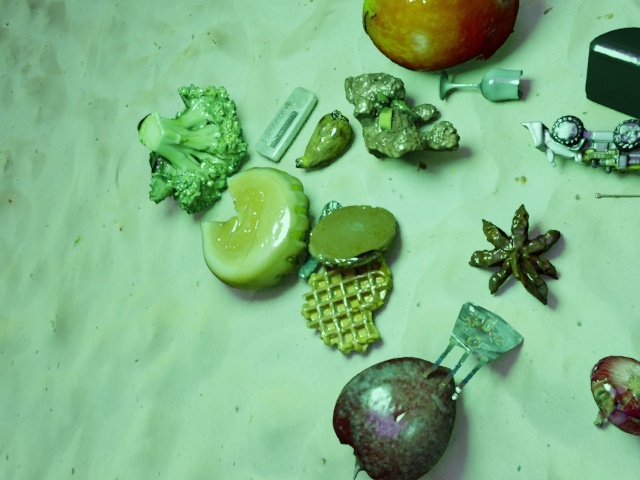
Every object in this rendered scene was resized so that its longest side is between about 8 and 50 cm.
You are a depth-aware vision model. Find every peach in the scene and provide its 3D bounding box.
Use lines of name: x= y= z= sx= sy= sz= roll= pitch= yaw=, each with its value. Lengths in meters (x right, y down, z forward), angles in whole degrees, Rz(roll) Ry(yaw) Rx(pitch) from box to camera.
peach: x=0.293 y=-0.575 z=1.358 sx=0.370 sy=0.370 sz=0.369 roll=-10 pitch=66 yaw=23

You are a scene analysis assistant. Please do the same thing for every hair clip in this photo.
hair clip: x=0.001 y=0.001 z=1.442 sx=0.066 sy=0.036 sz=0.229 roll=16 pitch=71 yaw=25

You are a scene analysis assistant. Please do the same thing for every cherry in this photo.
cherry: x=0.154 y=0.355 z=1.133 sx=0.300 sy=0.203 sz=0.230 roll=-41 pitch=55 yaw=-10

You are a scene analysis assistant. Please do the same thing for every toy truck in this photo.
toy truck: x=0.574 y=-0.201 z=1.186 sx=0.286 sy=0.136 sz=0.111 roll=11 pitch=96 yaw=31

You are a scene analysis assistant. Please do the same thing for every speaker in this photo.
speaker: x=0.760 y=-0.331 z=1.123 sx=0.388 sy=0.180 sz=0.184 roll=36 pitch=82 yaw=31

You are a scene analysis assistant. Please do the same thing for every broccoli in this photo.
broccoli: x=-0.370 y=-0.256 z=1.604 sx=0.277 sy=0.318 sz=0.338 roll=36 pitch=128 yaw=20

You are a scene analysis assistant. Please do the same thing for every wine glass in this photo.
wine glass: x=0.394 y=-0.382 z=1.373 sx=0.196 sy=0.079 sz=0.079 roll=9 pitch=75 yaw=29

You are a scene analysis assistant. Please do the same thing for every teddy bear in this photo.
teddy bear: x=0.195 y=-0.315 z=1.370 sx=0.296 sy=0.247 sz=0.222 roll=-167 pitch=71 yaw=-64

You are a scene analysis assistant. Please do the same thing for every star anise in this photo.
star anise: x=0.418 y=0.025 z=1.192 sx=0.212 sy=0.111 sz=0.196 roll=34 pitch=81 yaw=39

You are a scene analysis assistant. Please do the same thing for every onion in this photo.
onion: x=0.548 y=0.298 z=1.023 sx=0.150 sy=0.140 sz=0.150 roll=9 pitch=45 yaw=-9

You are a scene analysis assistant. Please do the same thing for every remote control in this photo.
remote control: x=-0.097 y=-0.336 z=1.616 sx=0.090 sy=0.049 sz=0.230 roll=32 pitch=86 yaw=32

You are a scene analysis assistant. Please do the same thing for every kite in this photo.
kite: x=0.305 y=0.220 z=1.135 sx=0.141 sy=0.015 sz=0.245 roll=32 pitch=51 yaw=26

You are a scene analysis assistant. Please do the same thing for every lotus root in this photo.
lotus root: x=0.009 y=-0.261 z=1.515 sx=0.190 sy=0.095 sz=0.108 roll=-52 pitch=34 yaw=10

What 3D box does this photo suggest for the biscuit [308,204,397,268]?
biscuit: x=0.078 y=-0.012 z=1.360 sx=0.226 sy=0.042 sz=0.225 roll=-11 pitch=40 yaw=9

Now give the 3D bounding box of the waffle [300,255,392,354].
waffle: x=0.074 y=0.135 z=1.342 sx=0.253 sy=0.056 sz=0.249 roll=-49 pitch=57 yaw=0

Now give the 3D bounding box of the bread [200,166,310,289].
bread: x=-0.155 y=-0.026 z=1.458 sx=0.333 sy=0.160 sz=0.332 roll=-9 pitch=68 yaw=24

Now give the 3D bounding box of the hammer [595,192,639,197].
hammer: x=0.646 y=-0.094 z=1.174 sx=0.123 sy=0.014 sz=0.029 roll=2 pitch=63 yaw=30
